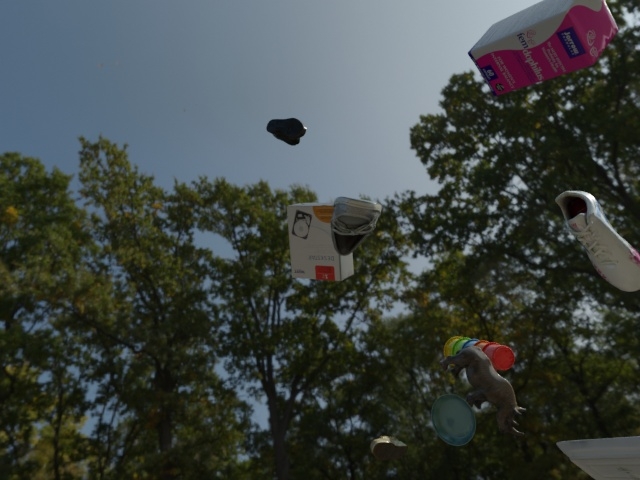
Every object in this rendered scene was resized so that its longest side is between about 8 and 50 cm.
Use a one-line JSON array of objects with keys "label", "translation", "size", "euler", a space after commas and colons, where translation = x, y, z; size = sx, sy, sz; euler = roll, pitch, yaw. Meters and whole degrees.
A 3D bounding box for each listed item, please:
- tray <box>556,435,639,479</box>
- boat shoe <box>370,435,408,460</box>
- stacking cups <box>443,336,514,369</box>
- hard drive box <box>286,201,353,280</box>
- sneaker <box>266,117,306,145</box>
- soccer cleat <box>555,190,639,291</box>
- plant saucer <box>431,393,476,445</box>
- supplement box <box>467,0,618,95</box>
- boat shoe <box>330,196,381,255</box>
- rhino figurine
[{"label": "tray", "translation": [0.633, 0.467, 1.061], "size": [0.145, 0.030, 0.270], "euler": [37, -29, 0]}, {"label": "boat shoe", "translation": [0.157, 0.499, 1.237], "size": [0.135, 0.045, 0.050], "euler": [32, -92, -43]}, {"label": "stacking cups", "translation": [0.450, 0.332, 1.472], "size": [0.096, 0.096, 0.316], "euler": [-8, -7, -6]}, {"label": "hard drive box", "translation": [0.000, 0.000, 1.594], "size": [0.181, 0.089, 0.232], "euler": [0, -80, 29]}, {"label": "sneaker", "translation": [-0.076, -0.282, 1.340], "size": [0.089, 0.170, 0.051], "euler": [24, -94, -46]}, {"label": "soccer cleat", "translation": [0.762, -0.003, 1.421], "size": [0.143, 0.331, 0.116], "euler": [9, -42, -33]}, {"label": "plant saucer", "translation": [0.324, 0.431, 1.234], "size": [0.021, 0.119, 0.119], "euler": [7, -46, -46]}, {"label": "supplement box", "translation": [0.409, -0.372, 0.959], "size": [0.111, 0.220, 0.114], "euler": [49, -113, -20]}, {"label": "boat shoe", "translation": [0.079, -0.035, 1.289], "size": [0.118, 0.103, 0.320], "euler": [9, -11, -4]}, {"label": "rhino figurine", "translation": [0.406, 0.364, 1.239], "size": [0.106, 0.243, 0.073], "euler": [-45, -28, 17]}]
